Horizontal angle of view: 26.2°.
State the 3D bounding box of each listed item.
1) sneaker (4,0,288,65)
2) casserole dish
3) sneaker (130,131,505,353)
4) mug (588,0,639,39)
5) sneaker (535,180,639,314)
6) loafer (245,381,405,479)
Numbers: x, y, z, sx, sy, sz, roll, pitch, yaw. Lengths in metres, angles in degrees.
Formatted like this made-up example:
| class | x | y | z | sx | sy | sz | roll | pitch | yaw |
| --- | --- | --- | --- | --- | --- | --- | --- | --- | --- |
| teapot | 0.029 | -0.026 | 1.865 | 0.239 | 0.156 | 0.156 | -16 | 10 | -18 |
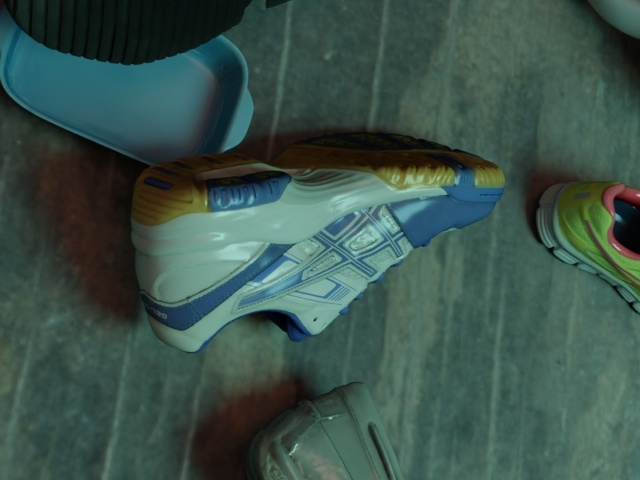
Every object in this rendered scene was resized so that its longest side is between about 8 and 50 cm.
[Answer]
| class | x | y | z | sx | sy | sz | roll | pitch | yaw |
| --- | --- | --- | --- | --- | --- | --- | --- | --- | --- |
| sneaker | -0.097 | -0.223 | 0.957 | 0.330 | 0.122 | 0.146 | -23 | 55 | -39 |
| casserole dish | -0.139 | -0.115 | 0.968 | 0.188 | 0.037 | 0.114 | 23 | 72 | -16 |
| sneaker | 0.000 | 0.000 | 0.980 | 0.296 | 0.112 | 0.131 | -9 | 110 | -29 |
| mug | 0.388 | -0.254 | 1.104 | 0.374 | 0.276 | 0.328 | 0 | 72 | 9 |
| sneaker | 0.274 | 0.013 | 1.077 | 0.208 | 0.094 | 0.081 | 23 | 71 | -18 |
| loafer | 0.069 | 0.247 | 0.940 | 0.111 | 0.112 | 0.319 | -31 | 91 | -16 |
